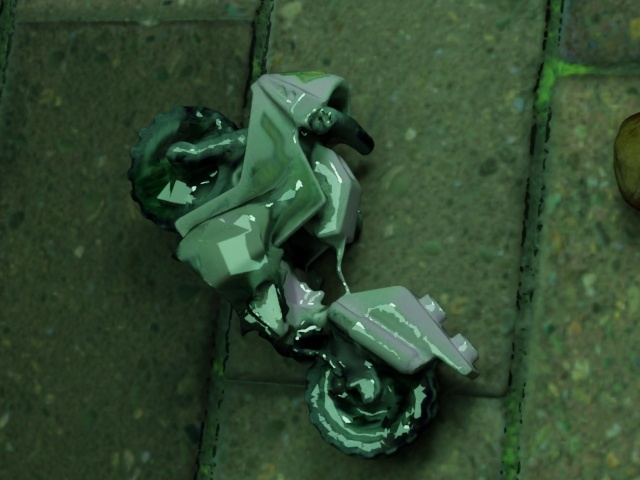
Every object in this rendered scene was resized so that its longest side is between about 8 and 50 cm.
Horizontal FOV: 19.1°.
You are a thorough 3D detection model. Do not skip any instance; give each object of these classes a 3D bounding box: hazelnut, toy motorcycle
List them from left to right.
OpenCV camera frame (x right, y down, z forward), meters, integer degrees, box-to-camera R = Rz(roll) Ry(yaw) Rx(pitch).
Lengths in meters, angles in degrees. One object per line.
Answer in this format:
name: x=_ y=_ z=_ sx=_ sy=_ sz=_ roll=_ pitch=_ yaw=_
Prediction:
toy motorcycle: x=0.000 y=0.000 z=1.432 sx=0.188 sy=0.143 sz=0.327 roll=-42 pitch=72 yaw=6
hazelnut: x=0.253 y=-0.057 z=1.383 sx=0.086 sy=0.086 sz=0.086 roll=-6 pitch=74 yaw=20
